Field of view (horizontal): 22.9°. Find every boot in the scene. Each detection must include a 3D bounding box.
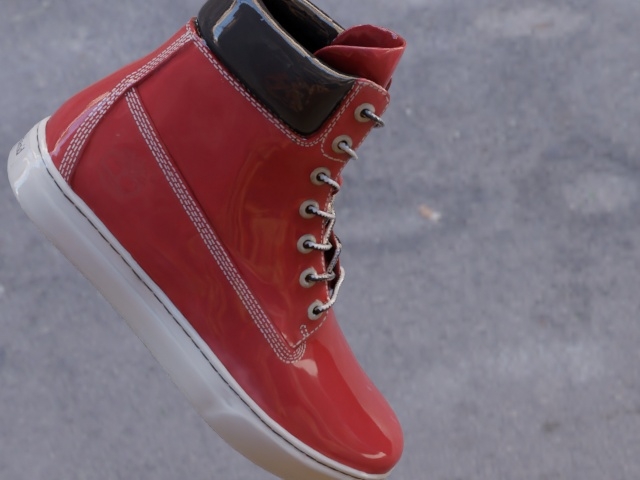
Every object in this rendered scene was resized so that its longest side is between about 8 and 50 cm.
[{"bbox_3d":[0.000,0.000,0.730,0.176,0.244,0.088,-34,20,19],"label":"boot"}]
